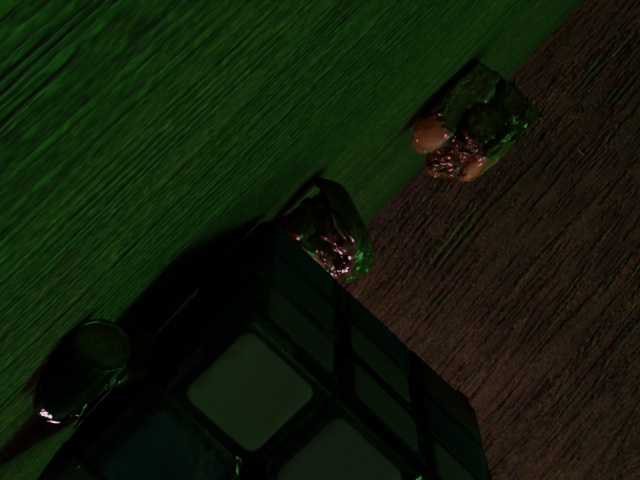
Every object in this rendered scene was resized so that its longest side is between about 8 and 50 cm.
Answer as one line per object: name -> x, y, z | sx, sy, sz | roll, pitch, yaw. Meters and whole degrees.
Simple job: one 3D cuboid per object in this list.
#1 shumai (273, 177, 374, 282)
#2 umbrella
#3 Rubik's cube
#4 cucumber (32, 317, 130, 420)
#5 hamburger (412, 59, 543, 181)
shumai -> -0.002, -0.003, 1.563 | 0.116, 0.145, 0.145 | -28, 178, 3
umbrella -> -0.194, 0.120, 1.134 | 0.046, 0.050, 0.188 | -25, -177, 16
Rubik's cube -> -0.057, 0.238, 1.321 | 0.359, 0.362, 0.363 | -43, -174, 9
cucumber -> -0.194, 0.109, 1.005 | 0.105, 0.048, 0.048 | -48, 177, 33
hamburger -> 0.262, -0.199, 2.141 | 0.245, 0.155, 0.282 | -43, -179, 0
